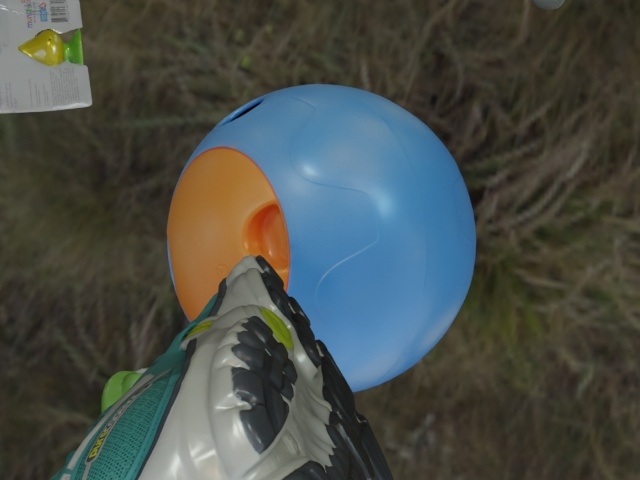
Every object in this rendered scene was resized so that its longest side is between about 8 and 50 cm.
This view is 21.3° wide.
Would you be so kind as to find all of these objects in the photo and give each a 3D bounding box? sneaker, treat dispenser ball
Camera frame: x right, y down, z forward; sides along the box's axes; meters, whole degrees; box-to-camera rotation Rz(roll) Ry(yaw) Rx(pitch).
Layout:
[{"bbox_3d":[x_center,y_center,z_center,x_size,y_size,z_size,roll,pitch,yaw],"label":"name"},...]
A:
[{"bbox_3d":[-0.044,0.074,0.612,0.110,0.275,0.107,-30,88,6],"label":"sneaker"},{"bbox_3d":[0.000,0.000,1.577,0.288,0.288,0.288,9,133,10],"label":"treat dispenser ball"}]

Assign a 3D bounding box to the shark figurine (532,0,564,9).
[{"bbox_3d":[0.022,-0.214,0.755,0.278,0.116,0.166,31,-175,27],"label":"shark figurine"}]

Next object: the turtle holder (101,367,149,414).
[{"bbox_3d":[-0.026,0.245,1.044,0.243,0.320,0.227,8,153,-17],"label":"turtle holder"}]

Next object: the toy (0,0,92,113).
[{"bbox_3d":[-0.318,-0.145,1.447,0.237,0.137,0.056,-6,144,-9],"label":"toy"}]
